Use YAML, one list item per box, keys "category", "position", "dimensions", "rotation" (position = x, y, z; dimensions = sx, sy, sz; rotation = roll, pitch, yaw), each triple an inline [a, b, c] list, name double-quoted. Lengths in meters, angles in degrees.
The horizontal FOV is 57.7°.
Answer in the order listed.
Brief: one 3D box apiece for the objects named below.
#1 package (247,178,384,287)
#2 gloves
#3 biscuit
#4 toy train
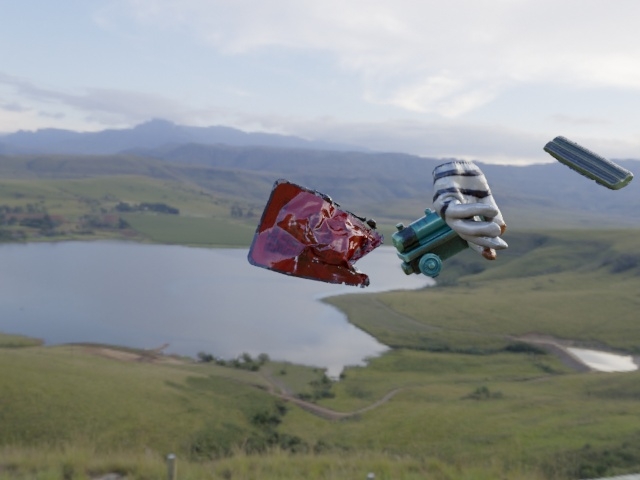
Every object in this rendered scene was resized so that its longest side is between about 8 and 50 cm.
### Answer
- category: "package"
  position: [0.000, 0.000, 1.225]
  dimensions: [0.270, 0.194, 0.071]
  rotation: [23, -17, -19]
- category: "gloves"
  position: [0.318, -0.059, 1.246]
  dimensions: [0.131, 0.218, 0.140]
  rotation: [-14, -8, 22]
- category: "biscuit"
  position: [0.908, -0.270, 1.984]
  dimensions: [0.099, 0.038, 0.322]
  rotation: [-34, 46, -9]
- category: "toy train"
  position: [0.354, -0.021, 1.711]
  dimensions: [0.298, 0.194, 0.120]
  rotation: [-29, 9, -4]
